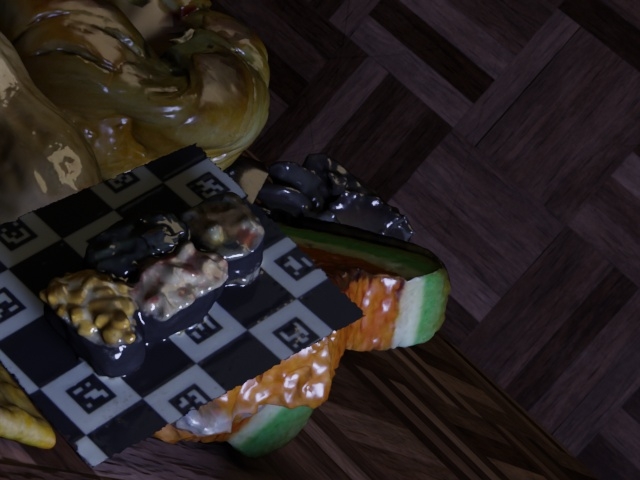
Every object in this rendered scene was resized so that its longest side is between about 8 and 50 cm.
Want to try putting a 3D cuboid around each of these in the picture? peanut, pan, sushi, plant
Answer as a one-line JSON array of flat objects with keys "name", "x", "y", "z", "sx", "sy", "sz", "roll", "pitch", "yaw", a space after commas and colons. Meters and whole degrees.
[{"name": "peanut", "x": -0.252, "y": -0.080, "z": 1.210, "sx": 0.257, "sy": 0.123, "sz": 0.123, "roll": 48, "pitch": 8, "yaw": 29}, {"name": "pan", "x": -0.110, "y": -0.036, "z": 1.779, "sx": 0.048, "sy": 0.128, "sz": 0.202, "roll": 38, "pitch": 5, "yaw": -19}, {"name": "sushi", "x": -0.107, "y": 0.013, "z": 1.000, "sx": 0.192, "sy": 0.215, "sz": 0.050, "roll": 44, "pitch": -36, "yaw": 28}, {"name": "plant", "x": 0.000, "y": 0.000, "z": 1.967, "sx": 0.199, "sy": 0.188, "sz": 0.276, "roll": 42, "pitch": 5, "yaw": 15}]

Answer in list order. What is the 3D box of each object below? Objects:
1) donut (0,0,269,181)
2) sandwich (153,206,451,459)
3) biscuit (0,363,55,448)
[{"name": "donut", "x": -0.212, "y": -0.202, "z": 1.765, "sx": 0.360, "sy": 0.170, "sz": 0.360, "roll": 26, "pitch": 31, "yaw": -17}, {"name": "sandwich", "x": -0.052, "y": 0.080, "z": 1.161, "sx": 0.250, "sy": 0.162, "sz": 0.301, "roll": 8, "pitch": 16, "yaw": 15}, {"name": "biscuit", "x": -0.186, "y": 0.077, "z": 0.867, "sx": 0.081, "sy": 0.018, "sz": 0.083, "roll": 44, "pitch": 5, "yaw": 32}]
